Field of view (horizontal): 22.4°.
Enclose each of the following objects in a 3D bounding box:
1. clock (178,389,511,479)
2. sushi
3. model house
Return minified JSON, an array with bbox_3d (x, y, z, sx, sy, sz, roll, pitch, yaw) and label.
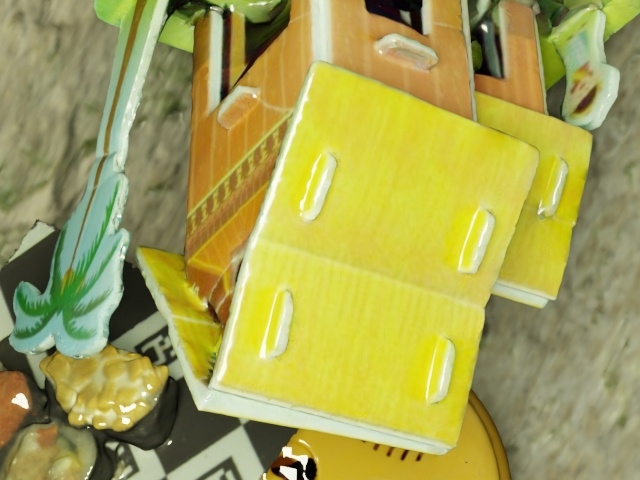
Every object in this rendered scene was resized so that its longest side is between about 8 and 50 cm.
[{"bbox_3d":[-0.005,0.210,1.060,0.244,0.200,0.317,31,84,0],"label":"clock"},{"bbox_3d":[-0.183,0.133,1.021,0.292,0.059,0.294,26,75,36],"label":"sushi"},{"bbox_3d":[0.000,0.000,0.967,0.300,0.340,0.323,18,52,-26],"label":"model house"}]
